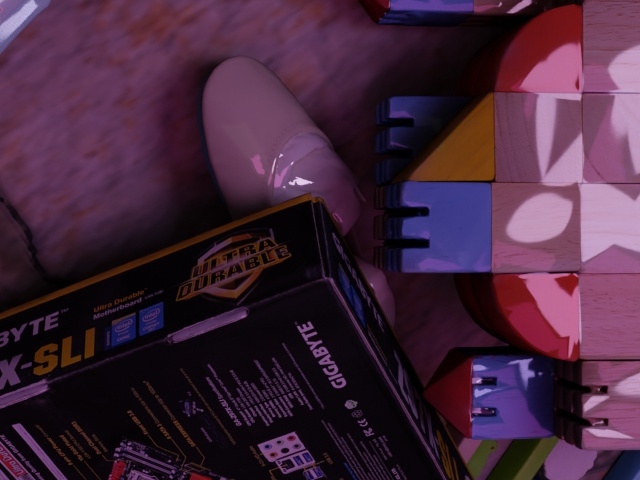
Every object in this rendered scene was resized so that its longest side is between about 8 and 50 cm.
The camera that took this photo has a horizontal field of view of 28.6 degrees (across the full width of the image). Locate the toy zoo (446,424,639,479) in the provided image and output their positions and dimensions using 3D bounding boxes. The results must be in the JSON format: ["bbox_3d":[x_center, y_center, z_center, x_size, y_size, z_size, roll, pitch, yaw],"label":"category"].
[{"bbox_3d":[0.205,0.214,0.953,0.293,0.030,0.192,24,108,-22],"label":"toy zoo"}]

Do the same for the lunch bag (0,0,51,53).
[{"bbox_3d":[-0.286,-0.131,0.599,0.262,0.160,0.223,-34,118,11],"label":"lunch bag"}]

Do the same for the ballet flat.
[{"bbox_3d":[0.000,0.000,0.768,0.086,0.086,0.248,-21,123,-3],"label":"ballet flat"}]

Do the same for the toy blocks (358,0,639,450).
[{"bbox_3d":[0.145,-0.031,0.709,0.261,0.191,0.381,0,91,-7],"label":"toy blocks"}]

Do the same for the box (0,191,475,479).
[{"bbox_3d":[-0.054,0.145,0.777,0.257,0.079,0.322,-20,130,12],"label":"box"}]
